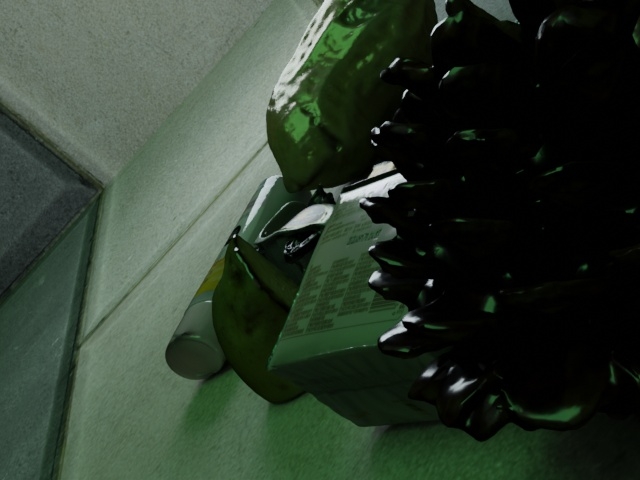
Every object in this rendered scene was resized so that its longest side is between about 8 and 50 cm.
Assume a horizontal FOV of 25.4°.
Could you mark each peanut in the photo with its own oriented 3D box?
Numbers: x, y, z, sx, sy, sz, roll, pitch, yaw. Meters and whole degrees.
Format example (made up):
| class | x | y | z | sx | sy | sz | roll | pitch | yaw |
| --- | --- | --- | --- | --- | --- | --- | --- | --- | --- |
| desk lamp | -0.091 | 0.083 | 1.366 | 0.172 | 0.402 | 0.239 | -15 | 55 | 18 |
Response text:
| class | x | y | z | sx | sy | sz | roll | pitch | yaw |
| --- | --- | --- | --- | --- | --- | --- | --- | --- | --- |
| peanut | 0.038 | -0.195 | 1.742 | 0.174 | 0.158 | 0.340 | 21 | 72 | 34 |

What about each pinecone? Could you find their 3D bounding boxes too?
| class | x | y | z | sx | sy | sz | roll | pitch | yaw |
| --- | --- | --- | --- | --- | --- | --- | --- | --- | --- |
| pinecone | 0.158 | -0.035 | 0.857 | 0.298 | 0.296 | 0.242 | -12 | -12 | 23 |

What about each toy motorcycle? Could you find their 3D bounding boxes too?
| class | x | y | z | sx | sy | sz | roll | pitch | yaw |
| --- | --- | --- | --- | --- | --- | --- | --- | --- | --- |
| toy motorcycle | 0.000 | 0.000 | 1.516 | 0.157 | 0.091 | 0.263 | -48 | 16 | -26 |

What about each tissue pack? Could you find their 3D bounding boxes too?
| class | x | y | z | sx | sy | sz | roll | pitch | yaw |
| --- | --- | --- | --- | --- | --- | --- | --- | --- | --- |
| tissue pack | 0.083 | 0.037 | 1.101 | 0.225 | 0.124 | 0.185 | -18 | 42 | 60 |

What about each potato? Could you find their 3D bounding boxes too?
| class | x | y | z | sx | sy | sz | roll | pitch | yaw |
| --- | --- | --- | --- | --- | --- | --- | --- | --- | --- |
| potato | -0.066 | 0.091 | 1.370 | 0.120 | 0.149 | 0.081 | -47 | 10 | 18 |

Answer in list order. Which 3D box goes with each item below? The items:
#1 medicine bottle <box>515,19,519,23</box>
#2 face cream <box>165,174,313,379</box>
| class | x | y | z | sx | sy | sz | roll | pitch | yaw |
| --- | --- | --- | --- | --- | --- | --- | --- | --- | --- |
| medicine bottle | 0.308 | -0.204 | 1.028 | 0.318 | 0.158 | 0.158 | -42 | 17 | 26 |
| face cream | -0.093 | 0.042 | 1.688 | 0.107 | 0.073 | 0.269 | -41 | 17 | 54 |
